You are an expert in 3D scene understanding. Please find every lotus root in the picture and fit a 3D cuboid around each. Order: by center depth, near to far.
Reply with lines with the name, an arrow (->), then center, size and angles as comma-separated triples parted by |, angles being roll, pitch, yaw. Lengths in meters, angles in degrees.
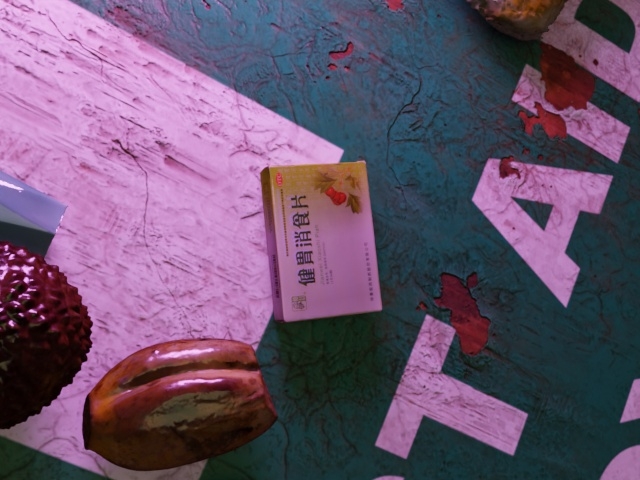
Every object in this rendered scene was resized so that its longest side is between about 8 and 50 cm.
lotus root -> -0.214, 0.239, 1.242 | 0.291, 0.193, 0.193 | -12, 89, -16

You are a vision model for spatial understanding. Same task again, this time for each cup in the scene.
cup -> -0.499, -0.045, 1.196 | 0.236, 0.148, 0.134 | 26, 51, -19

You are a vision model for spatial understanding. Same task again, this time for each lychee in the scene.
lychee -> -0.453, 0.132, 1.107 | 0.276, 0.304, 0.275 | -6, 72, 17

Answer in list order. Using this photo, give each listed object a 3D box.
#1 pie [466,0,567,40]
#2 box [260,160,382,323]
pie -> 0.359, -0.605, 1.523 | 0.395, 0.180, 0.418 | -47, 113, -11
box -> 0.001, 0.001, 1.395 | 0.175, 0.062, 0.260 | -5, 87, -20
